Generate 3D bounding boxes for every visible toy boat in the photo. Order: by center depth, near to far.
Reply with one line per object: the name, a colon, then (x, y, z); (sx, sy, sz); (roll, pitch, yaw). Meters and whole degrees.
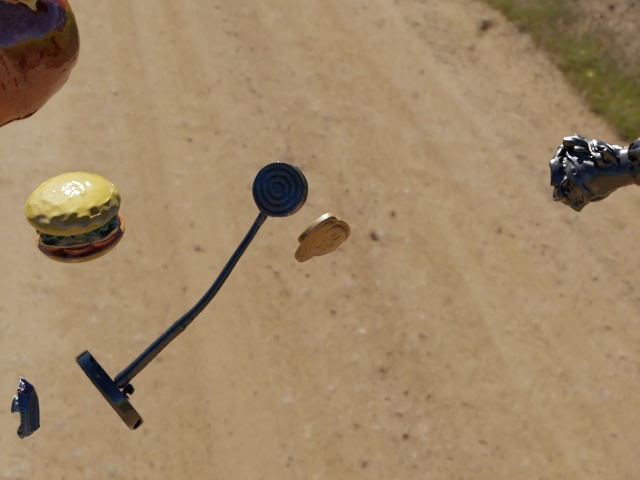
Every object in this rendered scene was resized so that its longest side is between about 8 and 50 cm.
toy boat: (-0.397, 0.224, 1.597); (0.038, 0.083, 0.038); (0, 8, 0)

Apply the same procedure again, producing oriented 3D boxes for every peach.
peach: (-0.411, -0.258, 1.417); (0.232, 0.257, 0.233); (3, 65, -7)

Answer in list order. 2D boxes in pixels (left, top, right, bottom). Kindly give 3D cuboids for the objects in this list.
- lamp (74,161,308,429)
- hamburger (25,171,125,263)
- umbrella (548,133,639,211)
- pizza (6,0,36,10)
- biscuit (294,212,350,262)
lamp: (-0.147, 0.063, 1.402); (0.130, 0.371, 0.108); (48, 9, 15)
hamburger: (-0.394, -0.038, 1.921); (0.162, 0.115, 0.162); (-2, 39, 2)
umbrella: (0.466, -0.109, 1.733); (0.272, 0.122, 0.110); (-4, 36, 30)
pizza: (-0.353, -0.266, 1.120); (0.193, 0.053, 0.201); (34, 10, 15)
biscuit: (0.001, 0.001, 2.208); (0.023, 0.118, 0.140); (54, 14, 22)
